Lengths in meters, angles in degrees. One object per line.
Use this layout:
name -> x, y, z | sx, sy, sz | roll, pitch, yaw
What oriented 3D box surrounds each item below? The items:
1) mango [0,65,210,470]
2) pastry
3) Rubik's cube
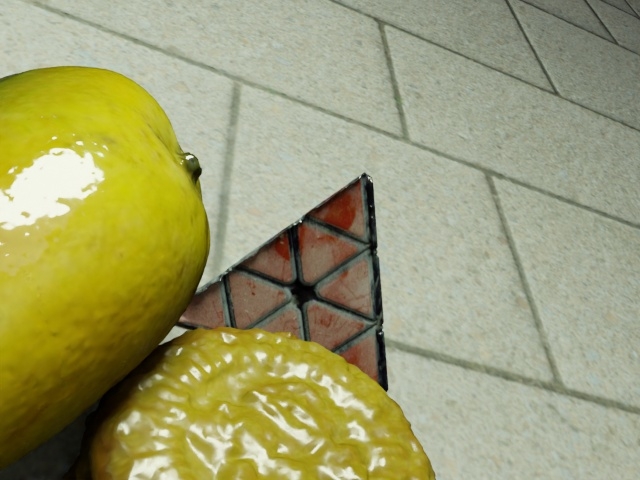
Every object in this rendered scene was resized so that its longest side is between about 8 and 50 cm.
mango -> -0.220, 0.025, 0.410 | 0.253, 0.182, 0.365 | 5, 35, 40
pastry -> -0.038, 0.155, 0.456 | 0.240, 0.132, 0.235 | 19, 40, -16
Rubik's cube -> 0.000, 0.000, 0.664 | 0.211, 0.190, 0.178 | 26, 20, -14
